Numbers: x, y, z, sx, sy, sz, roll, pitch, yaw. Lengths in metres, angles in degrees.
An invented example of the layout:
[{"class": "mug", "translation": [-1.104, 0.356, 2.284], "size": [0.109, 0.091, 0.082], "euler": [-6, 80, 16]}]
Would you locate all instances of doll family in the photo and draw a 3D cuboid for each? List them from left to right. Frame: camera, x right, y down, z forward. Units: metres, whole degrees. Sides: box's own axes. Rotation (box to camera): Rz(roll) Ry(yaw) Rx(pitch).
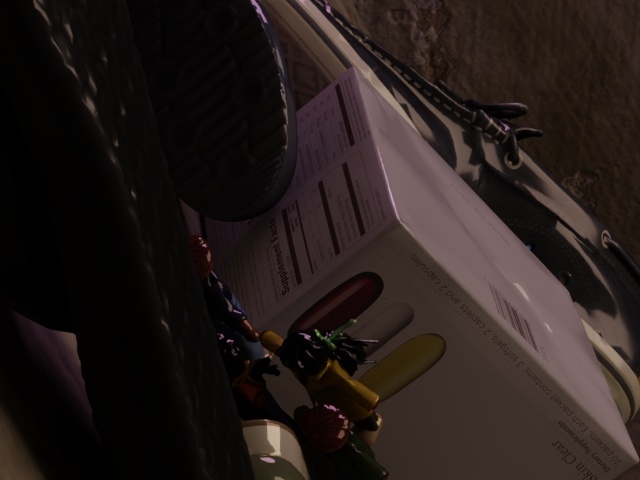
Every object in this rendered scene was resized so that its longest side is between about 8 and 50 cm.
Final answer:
[{"class": "doll family", "translation": [-0.026, 0.069, 0.987], "size": [0.193, 0.076, 0.111], "euler": [24, -20, 31]}]

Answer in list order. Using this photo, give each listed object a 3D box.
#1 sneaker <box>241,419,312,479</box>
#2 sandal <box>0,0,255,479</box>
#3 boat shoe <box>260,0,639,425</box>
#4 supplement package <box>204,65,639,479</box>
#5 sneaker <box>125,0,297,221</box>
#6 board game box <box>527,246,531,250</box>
[{"class": "sneaker", "translation": [-0.006, 0.173, 0.932], "size": [0.192, 0.064, 0.086], "euler": [55, 20, -48]}, {"class": "sandal", "translation": [-0.126, -0.037, 0.739], "size": [0.167, 0.107, 0.445], "euler": [-83, 159, -78]}, {"class": "boat shoe", "translation": [0.088, -0.045, 1.455], "size": [0.500, 0.187, 0.156], "euler": [44, 55, -15]}, {"class": "supplement package", "translation": [0.062, 0.055, 1.223], "size": [0.262, 0.145, 0.204], "euler": [43, 18, -29]}, {"class": "sneaker", "translation": [-0.078, -0.138, 1.248], "size": [0.131, 0.112, 0.319], "euler": [43, 23, -61]}, {"class": "board game box", "translation": [0.182, 0.076, 1.939], "size": [0.302, 0.086, 0.308], "euler": [56, 31, -54]}]
